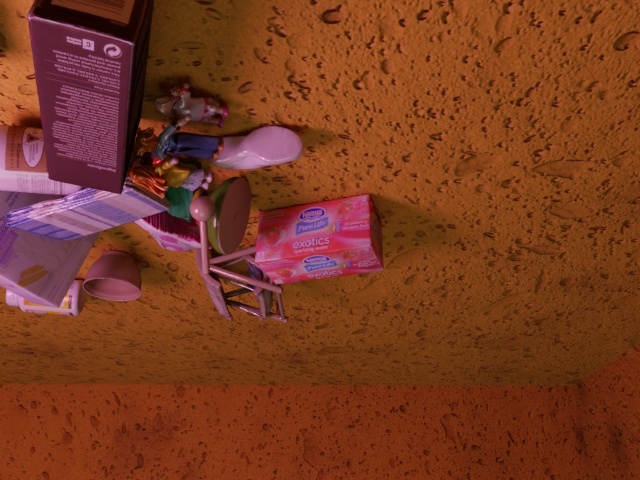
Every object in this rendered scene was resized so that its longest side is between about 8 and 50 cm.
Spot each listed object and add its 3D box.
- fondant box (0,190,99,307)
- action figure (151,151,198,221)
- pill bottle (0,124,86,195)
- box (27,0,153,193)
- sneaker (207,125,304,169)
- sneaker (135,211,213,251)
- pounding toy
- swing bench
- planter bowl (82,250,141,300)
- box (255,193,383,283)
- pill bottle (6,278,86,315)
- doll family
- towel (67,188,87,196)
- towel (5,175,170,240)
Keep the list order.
[{"bbox_3d":[-0.682,-0.021,1.260,0.096,0.239,0.330,7,153,25],"label":"fondant box"},{"bbox_3d":[-0.333,-0.115,1.291,0.137,0.064,0.232,-2,147,-1],"label":"action figure"},{"bbox_3d":[-0.536,-0.159,1.136,0.229,0.131,0.131,3,152,-24],"label":"pill bottle"},{"bbox_3d":[-0.364,-0.263,0.901,0.143,0.191,0.381,10,149,-15],"label":"box"},{"bbox_3d":[-0.128,-0.184,1.171,0.212,0.080,0.094,-1,163,17],"label":"sneaker"},{"bbox_3d":[-0.391,-0.029,1.405,0.111,0.103,0.252,-21,144,31],"label":"sneaker"},{"bbox_3d":[-0.253,-0.055,1.261,0.110,0.237,0.183,12,115,12],"label":"pounding toy"},{"bbox_3d":[-0.224,0.123,1.614,0.254,0.165,0.253,0,151,1],"label":"swing bench"},{"bbox_3d":[-0.603,0.097,1.626,0.161,0.109,0.162,0,152,0],"label":"planter bowl"},{"bbox_3d":[0.000,0.000,1.406,0.299,0.154,0.142,-8,149,17],"label":"box"},{"bbox_3d":[-0.870,0.174,1.758,0.214,0.117,0.117,6,150,-10],"label":"pill bottle"},{"bbox_3d":[-0.281,-0.168,1.070,0.163,0.118,0.263,1,141,-33],"label":"doll family"},{"bbox_3d":[-0.546,-0.094,1.367,0.148,0.027,0.110,-8,151,14],"label":"towel"},{"bbox_3d":[-0.491,-0.064,1.197,0.284,0.034,0.209,-16,167,7],"label":"towel"}]
